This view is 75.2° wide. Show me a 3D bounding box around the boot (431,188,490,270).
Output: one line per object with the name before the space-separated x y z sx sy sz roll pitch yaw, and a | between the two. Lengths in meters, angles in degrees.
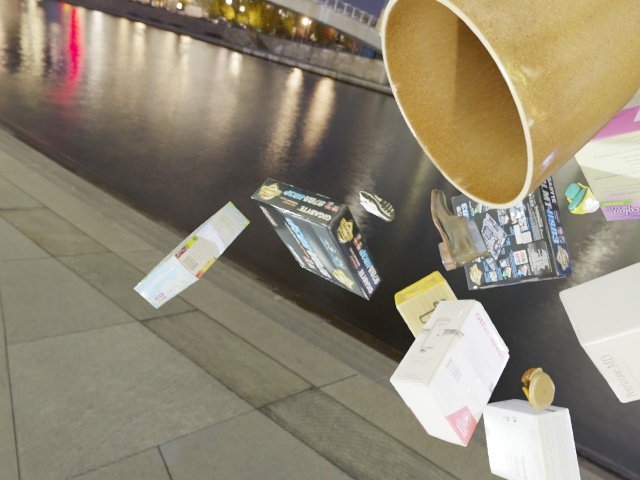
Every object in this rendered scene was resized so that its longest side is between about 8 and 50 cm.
boot | 0.343 -0.040 1.032 0.106 0.219 0.082 -17 -24 26

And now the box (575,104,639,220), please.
box | 0.747 -0.179 0.953 0.117 0.243 0.214 -49 21 -25

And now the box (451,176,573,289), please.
box | 0.516 -0.024 1.159 0.073 0.295 0.293 -1 -13 -25

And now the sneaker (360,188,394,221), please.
sneaker | 0.140 -0.082 1.025 0.040 0.043 0.109 -32 62 -22

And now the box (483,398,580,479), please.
box | 0.541 0.524 1.081 0.119 0.181 0.181 1 -13 -23

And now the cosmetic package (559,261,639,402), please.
cosmetic package | 0.765 0.135 0.813 0.230 0.453 0.161 46 32 -21

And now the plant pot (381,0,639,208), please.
plant pot | 0.234 -0.197 0.425 0.254 0.237 0.237 -31 32 -1

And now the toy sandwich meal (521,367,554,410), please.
toy sandwich meal | 0.454 0.311 0.871 0.086 0.085 0.029 1 -4 -28

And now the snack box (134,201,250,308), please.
snack box | -0.265 0.028 0.876 0.070 0.174 0.207 48 39 -15

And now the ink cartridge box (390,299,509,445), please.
ink cartridge box | 0.332 0.316 1.038 0.283 0.207 0.117 -45 19 -33

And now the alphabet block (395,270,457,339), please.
alphabet block | 0.402 0.251 1.501 0.197 0.193 0.192 58 8 0

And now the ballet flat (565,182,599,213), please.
ballet flat | 0.798 -0.123 1.256 0.077 0.077 0.231 33 29 11

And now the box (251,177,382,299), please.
box | 0.000 0.000 0.721 0.175 0.220 0.051 23 67 36

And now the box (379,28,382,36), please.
box | 0.305 -0.666 1.280 0.201 0.164 0.021 41 13 24
